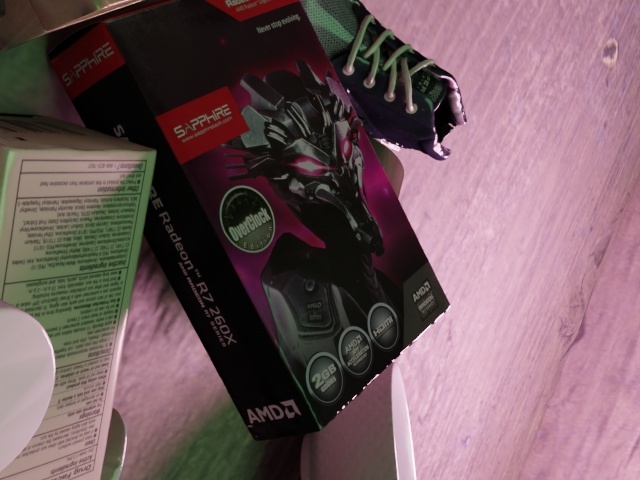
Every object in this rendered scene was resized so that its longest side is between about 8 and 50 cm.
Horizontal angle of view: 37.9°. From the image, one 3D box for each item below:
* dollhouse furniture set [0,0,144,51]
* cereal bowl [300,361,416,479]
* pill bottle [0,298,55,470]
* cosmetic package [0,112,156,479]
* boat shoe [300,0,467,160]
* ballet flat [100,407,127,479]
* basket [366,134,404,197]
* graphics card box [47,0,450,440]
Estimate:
[{"bbox_3d":[-0.183,-0.250,0.658,0.129,0.129,0.183,-36,111,-45],"label":"dollhouse furniture set"},{"bbox_3d":[0.056,0.341,1.286,0.339,0.141,0.338,-8,90,-82],"label":"cereal bowl"},{"bbox_3d":[-0.272,0.047,0.525,0.136,0.246,0.136,-36,135,-46],"label":"pill bottle"},{"bbox_3d":[-0.241,0.058,0.704,0.153,0.129,0.296,-6,111,-59],"label":"cosmetic package"},{"bbox_3d":[0.057,-0.203,1.017,0.127,0.158,0.340,-65,150,-10],"label":"boat shoe"},{"bbox_3d":[-0.246,0.256,0.869,0.068,0.072,0.213,28,82,-56],"label":"ballet flat"},{"bbox_3d":[0.000,0.000,1.037,0.154,0.204,0.226,35,65,-29],"label":"basket"},{"bbox_3d":[-0.047,-0.041,0.824,0.233,0.094,0.370,-34,101,-47],"label":"graphics card box"}]
